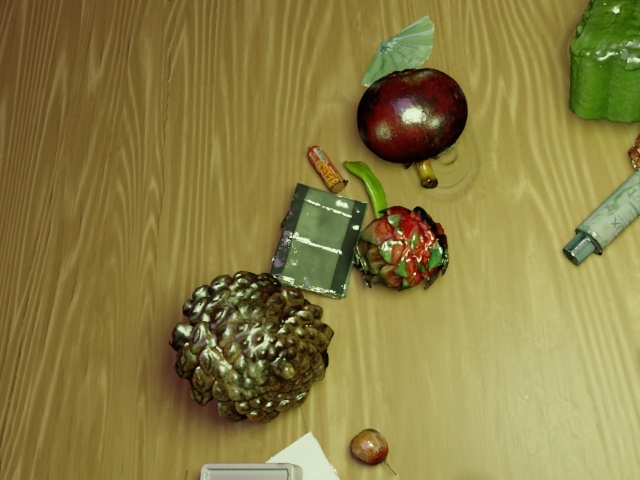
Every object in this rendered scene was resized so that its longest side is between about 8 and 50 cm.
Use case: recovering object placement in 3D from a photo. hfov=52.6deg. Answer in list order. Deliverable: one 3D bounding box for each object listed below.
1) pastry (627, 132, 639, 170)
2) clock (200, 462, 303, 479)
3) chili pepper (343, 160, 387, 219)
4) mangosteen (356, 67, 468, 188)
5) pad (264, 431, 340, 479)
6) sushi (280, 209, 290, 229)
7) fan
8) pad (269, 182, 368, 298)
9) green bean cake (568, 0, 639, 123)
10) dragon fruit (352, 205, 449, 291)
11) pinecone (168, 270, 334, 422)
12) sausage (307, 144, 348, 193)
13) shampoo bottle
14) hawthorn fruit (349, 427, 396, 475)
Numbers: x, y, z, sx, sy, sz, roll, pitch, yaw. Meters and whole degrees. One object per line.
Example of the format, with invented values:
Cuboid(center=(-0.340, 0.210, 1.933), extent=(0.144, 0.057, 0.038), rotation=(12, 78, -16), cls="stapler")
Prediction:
Cuboid(center=(0.691, -0.150, 1.218), extent=(0.097, 0.115, 0.208), rotation=(-40, 53, -22), cls="pastry")
Cuboid(center=(-0.136, 0.511, 1.256), extent=(0.197, 0.063, 0.150), rotation=(-7, 67, 18), cls="clock")
Cuboid(center=(0.112, -0.108, 1.436), extent=(0.050, 0.052, 0.201), rotation=(-42, 57, 35), cls="chili pepper")
Cuboid(center=(0.202, -0.235, 1.387), extent=(0.236, 0.235, 0.261), rotation=(-13, 109, 14), cls="mangosteen")
Cuboid(center=(-0.071, 0.504, 1.275), extent=(0.232, 0.004, 0.156), rotation=(-37, 61, 2), cls="pad")
Cuboid(center=(-0.048, -0.018, 1.454), extent=(0.060, 0.061, 0.118), rotation=(-32, 82, -5), cls="sushi")
Cuboid(center=(0.196, -0.454, 1.570), extent=(0.131, 0.009, 0.240), rotation=(41, 86, 26), cls="fan")
Cuboid(center=(0.000, 0.000, 1.410), extent=(0.174, 0.022, 0.232), rotation=(17, 72, -1), cls="pad")
Cuboid(center=(0.647, -0.376, 1.215), extent=(0.319, 0.218, 0.335), rotation=(8, 48, 26), cls="green bean cake")
Cuboid(center=(0.161, 0.017, 1.302), extent=(0.189, 0.182, 0.182), rotation=(-2, 67, -1), cls="dragon fruit")
Cuboid(center=(-0.147, 0.205, 1.288), extent=(0.298, 0.242, 0.296), rotation=(-35, 58, -20), cls="pinecone")
Cuboid(center=(0.010, -0.173, 1.500), extent=(0.145, 0.048, 0.050), rotation=(58, 133, 29), cls="sausage")
Cuboid(center=(0.555, -0.040, 1.242), extent=(0.214, 0.072, 0.072), rotation=(-44, 62, -1), cls="shampoo bottle")
Cuboid(center=(0.105, 0.402, 1.222), extent=(0.103, 0.067, 0.066), rotation=(39, 85, 26), cls="hawthorn fruit")
